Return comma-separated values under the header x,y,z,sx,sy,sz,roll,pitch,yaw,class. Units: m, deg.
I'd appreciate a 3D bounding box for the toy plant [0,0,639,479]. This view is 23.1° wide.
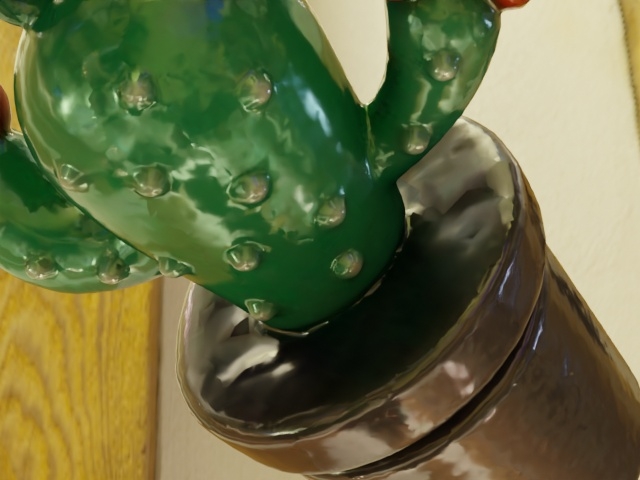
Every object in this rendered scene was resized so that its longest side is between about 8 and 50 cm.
x,y,z,sx,sy,sz,roll,pitch,yaw,class
-0.011,0.001,0.696,0.279,0.400,0.185,0,-125,41,toy plant
